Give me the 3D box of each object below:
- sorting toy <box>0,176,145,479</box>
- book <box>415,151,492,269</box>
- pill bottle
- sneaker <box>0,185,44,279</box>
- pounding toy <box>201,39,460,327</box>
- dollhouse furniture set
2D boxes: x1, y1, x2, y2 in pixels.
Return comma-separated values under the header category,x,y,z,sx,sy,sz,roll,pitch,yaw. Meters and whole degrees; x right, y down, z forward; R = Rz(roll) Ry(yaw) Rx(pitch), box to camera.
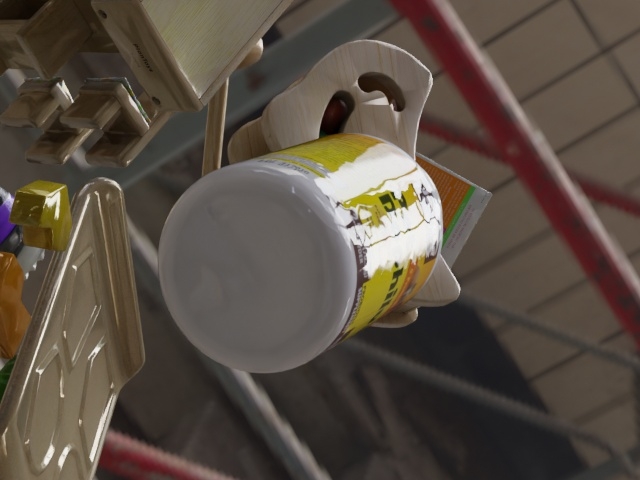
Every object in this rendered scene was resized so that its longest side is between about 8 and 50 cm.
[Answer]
category,x,y,z,sx,sy,sz,roll,pitch,yaw
sorting toy,-0.174,0.072,1.091,0.307,0.041,0.229,89,14,-48
book,0.084,-0.038,1.732,0.144,0.096,0.035,30,-15,3
pill bottle,0.000,0.000,1.023,0.117,0.117,0.215,60,24,2
sneaker,-0.416,0.052,1.738,0.146,0.293,0.102,44,-9,-31
pounding toy,0.004,-0.053,1.350,0.154,0.155,0.269,-19,82,-31
dollhouse furniture set,-0.151,-0.184,1.275,0.161,0.242,0.212,-53,130,-31
